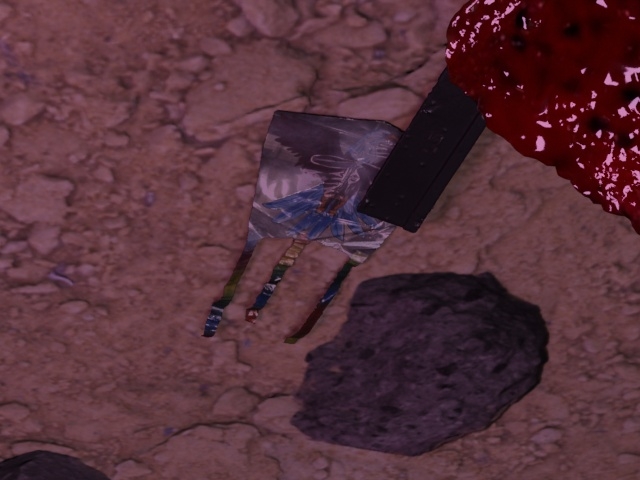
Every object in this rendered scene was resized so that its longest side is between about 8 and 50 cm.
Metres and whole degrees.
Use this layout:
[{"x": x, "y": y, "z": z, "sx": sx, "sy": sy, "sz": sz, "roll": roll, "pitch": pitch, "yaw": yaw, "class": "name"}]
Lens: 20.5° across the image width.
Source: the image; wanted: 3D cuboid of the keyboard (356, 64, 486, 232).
[{"x": 0.096, "y": -0.081, "z": 1.477, "sx": 0.060, "sy": 0.018, "sz": 0.195, "roll": 19, "pitch": 132, "yaw": -15, "class": "keyboard"}]

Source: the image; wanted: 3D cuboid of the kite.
[{"x": 0.000, "y": 0.002, "z": 1.575, "sx": 0.169, "sy": 0.015, "sz": 0.310, "roll": 10, "pitch": 137, "yaw": -15, "class": "kite"}]

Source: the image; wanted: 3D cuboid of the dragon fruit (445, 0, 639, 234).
[{"x": 0.293, "y": -0.199, "z": 1.307, "sx": 0.286, "sy": 0.228, "sz": 0.329, "roll": -9, "pitch": 129, "yaw": -44, "class": "dragon fruit"}]
